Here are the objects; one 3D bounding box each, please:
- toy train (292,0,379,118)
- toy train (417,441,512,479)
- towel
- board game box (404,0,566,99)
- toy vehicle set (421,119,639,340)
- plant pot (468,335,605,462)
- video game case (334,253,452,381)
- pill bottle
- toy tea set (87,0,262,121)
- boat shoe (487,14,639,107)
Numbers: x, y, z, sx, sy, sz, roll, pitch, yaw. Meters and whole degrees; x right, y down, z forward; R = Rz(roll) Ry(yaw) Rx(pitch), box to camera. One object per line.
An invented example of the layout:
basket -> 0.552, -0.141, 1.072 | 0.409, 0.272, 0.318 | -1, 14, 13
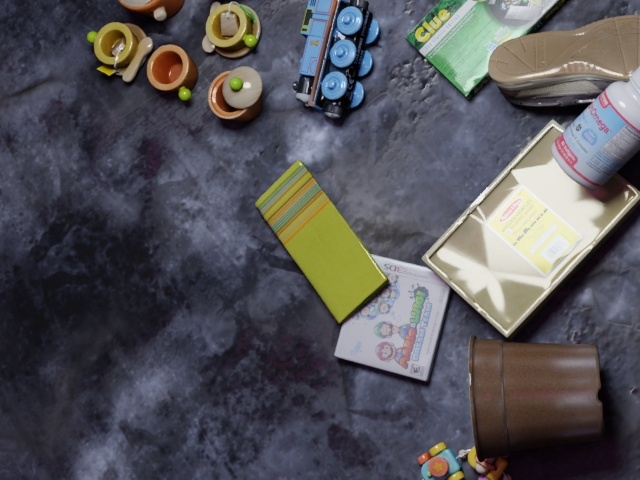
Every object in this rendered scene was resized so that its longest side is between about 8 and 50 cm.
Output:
toy train -> 0.019, -0.273, 1.810 | 0.105, 0.080, 0.184 | 13, 89, 31
toy train -> 0.202, 0.336, 1.663 | 0.166, 0.046, 0.125 | 4, 83, 21
towel -> 0.000, 0.000, 1.793 | 0.102, 0.021, 0.237 | -44, 66, 18
board game box -> 0.256, -0.339, 1.754 | 0.260, 0.030, 0.136 | -45, 72, 9
toy vehicle set -> 0.289, -0.015, 1.679 | 0.267, 0.035, 0.166 | -47, 69, 4
plant pot -> 0.283, 0.202, 1.599 | 0.165, 0.167, 0.167 | -4, 80, 13
video game case -> 0.105, 0.107, 1.747 | 0.143, 0.019, 0.157 | 13, 86, 22
pill bottle -> 0.380, -0.147, 1.583 | 0.160, 0.087, 0.087 | -48, 68, 28
toy tea set -> -0.215, -0.311, 1.874 | 0.336, 0.124, 0.200 | 27, 92, 22
boat shoe -> 0.374, -0.233, 1.661 | 0.285, 0.092, 0.103 | -5, 62, 20
